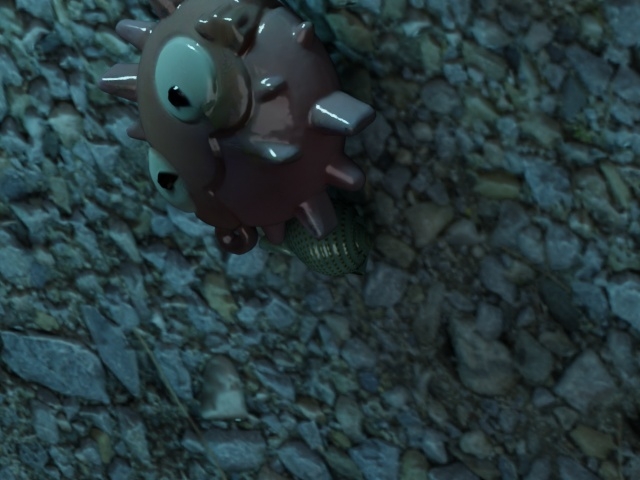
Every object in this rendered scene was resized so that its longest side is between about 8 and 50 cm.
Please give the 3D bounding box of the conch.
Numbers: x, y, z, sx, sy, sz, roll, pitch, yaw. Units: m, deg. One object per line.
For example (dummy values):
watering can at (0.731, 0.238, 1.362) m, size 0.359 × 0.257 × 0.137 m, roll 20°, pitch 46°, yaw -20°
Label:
conch at (0.003, -0.003, 1.405) m, size 0.085 × 0.056 × 0.076 m, roll 22°, pitch 174°, yaw 29°

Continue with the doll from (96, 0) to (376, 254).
doll at (-0.056, -0.101, 1.330) m, size 0.211 × 0.093 × 0.262 m, roll 27°, pitch 131°, yaw 18°
